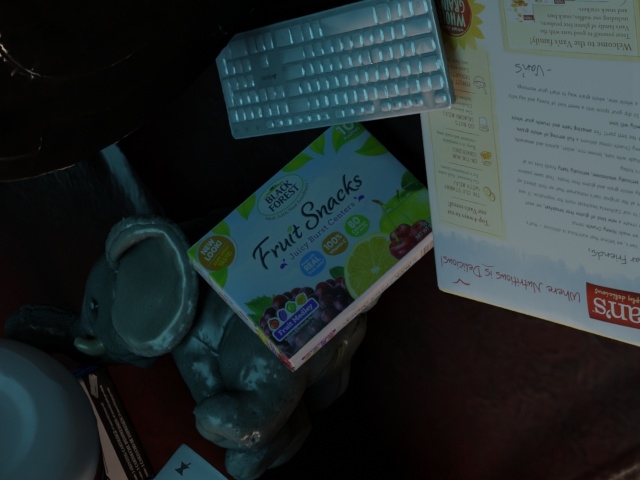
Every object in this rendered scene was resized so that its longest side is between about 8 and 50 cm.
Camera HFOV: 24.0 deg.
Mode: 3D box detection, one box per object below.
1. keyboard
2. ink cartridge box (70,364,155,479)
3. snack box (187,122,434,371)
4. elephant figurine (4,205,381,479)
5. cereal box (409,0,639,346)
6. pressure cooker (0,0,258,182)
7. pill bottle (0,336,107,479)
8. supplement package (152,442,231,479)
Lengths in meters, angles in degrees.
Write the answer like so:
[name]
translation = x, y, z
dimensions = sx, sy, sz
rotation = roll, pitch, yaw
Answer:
[keyboard]
translation = 0.000, -0.109, 0.962
dimensions = 0.256, 0.014, 0.072
rotation = -2, 109, 57
[ink cartridge box]
translation = -0.196, 0.221, 1.327
dimensions = 0.046, 0.097, 0.207
rotation = -14, 101, 47
[snack box]
translation = 0.000, 0.000, 0.972
dimensions = 0.100, 0.141, 0.037
rotation = 45, 170, 17
[elephant figurine]
translation = -0.097, 0.044, 1.070
dimensions = 0.239, 0.186, 0.169
rotation = 37, 161, 17
[cereal box]
translation = 0.134, -0.065, 0.865
dimensions = 0.173, 0.047, 0.240
rotation = 16, 124, 41
[pressure cooker]
translation = -0.252, -0.279, 0.899
dimensions = 0.420, 0.375, 0.369
rotation = 40, 117, 22
[pill bottle]
translation = -0.246, 0.228, 1.147
dimensions = 0.181, 0.181, 0.323
rotation = 36, 149, 25
[supplement package]
translation = -0.053, 0.288, 1.117
dimensions = 0.194, 0.149, 0.203
rotation = 36, 169, 25
